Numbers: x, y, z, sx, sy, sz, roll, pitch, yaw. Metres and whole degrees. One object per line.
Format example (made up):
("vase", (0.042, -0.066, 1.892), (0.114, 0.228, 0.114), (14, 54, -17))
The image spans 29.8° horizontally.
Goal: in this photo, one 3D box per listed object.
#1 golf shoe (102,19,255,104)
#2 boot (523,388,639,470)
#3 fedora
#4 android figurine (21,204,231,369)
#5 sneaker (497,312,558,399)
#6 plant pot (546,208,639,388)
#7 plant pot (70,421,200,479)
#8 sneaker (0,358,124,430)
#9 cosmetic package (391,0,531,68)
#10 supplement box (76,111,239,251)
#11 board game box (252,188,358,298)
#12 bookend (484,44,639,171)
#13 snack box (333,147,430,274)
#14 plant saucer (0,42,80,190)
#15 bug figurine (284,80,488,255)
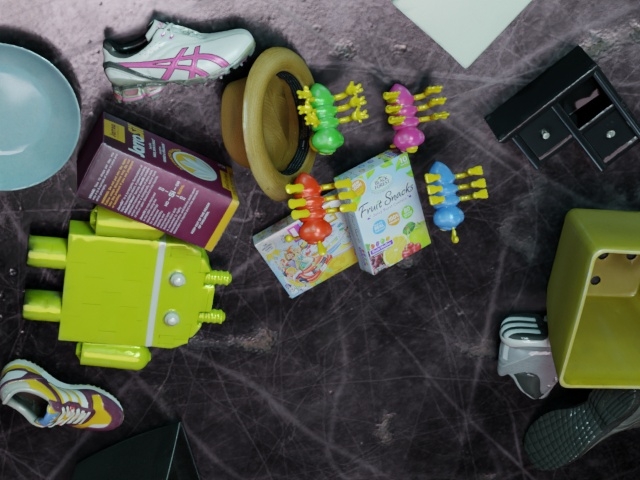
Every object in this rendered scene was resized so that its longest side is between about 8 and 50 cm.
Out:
("golf shoe", (-0.172, -0.228, 1.449), (0.186, 0.067, 0.086), (-17, 119, 0))
("boot", (0.441, 0.278, 1.826), (0.161, 0.083, 0.246), (7, 142, -40))
("fedora", (-0.070, -0.145, 1.485), (0.079, 0.194, 0.194), (5, 125, 27))
("android figurine", (-0.258, 0.063, 1.607), (0.272, 0.056, 0.248), (8, 117, -12))
("sneaker", (0.368, 0.179, 1.771), (0.228, 0.086, 0.132), (6, 123, -2))
("plant pot", (0.420, 0.063, 1.646), (0.212, 0.187, 0.212), (3, 119, -11))
("plant pot", (-0.270, 0.396, 1.728), (0.166, 0.188, 0.188), (-7, 121, 9))
("sneaker", (-0.360, 0.235, 1.666), (0.185, 0.084, 0.070), (24, 112, -21))
("cosmetic package", (0.213, -0.366, 1.392), (0.129, 0.153, 0.296), (36, 106, -24))
("supplement box", (-0.205, -0.074, 1.508), (0.188, 0.104, 0.081), (24, 112, -21))
("board game box", (0.000, 0.000, 1.630), (0.154, 0.026, 0.103), (-30, 119, 7))
("bookend", (0.328, -0.143, 1.581), (0.157, 0.072, 0.156), (-37, 119, 12))
("snack box", (0.083, -0.038, 1.592), (0.100, 0.037, 0.141), (-29, 118, -23))
("plant saucer", (-0.392, -0.155, 1.469), (0.194, 0.037, 0.195), (-4, 120, -7))
("bug figurine", (0.067, -0.095, 1.503), (0.279, 0.072, 0.216), (-5, 84, -25))
